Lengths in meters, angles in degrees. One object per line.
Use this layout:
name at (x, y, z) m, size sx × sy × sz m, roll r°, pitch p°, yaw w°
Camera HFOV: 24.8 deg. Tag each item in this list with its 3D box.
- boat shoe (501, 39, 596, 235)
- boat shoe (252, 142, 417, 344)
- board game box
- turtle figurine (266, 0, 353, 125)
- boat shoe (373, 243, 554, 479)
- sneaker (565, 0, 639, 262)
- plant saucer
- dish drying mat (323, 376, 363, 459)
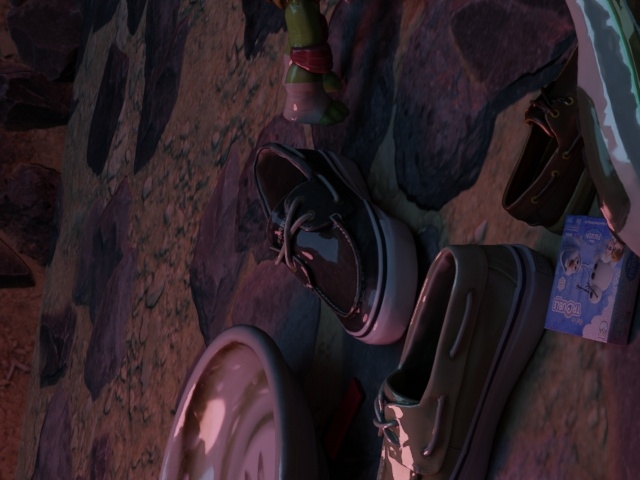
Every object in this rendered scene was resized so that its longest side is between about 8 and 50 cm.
boat shoe at (0.190, -0.092, 1.112) m, size 0.064 × 0.060 × 0.178 m, roll -131°, pitch 56°, yaw -64°
boat shoe at (0.000, 0.000, 1.459) m, size 0.335 × 0.119 × 0.121 m, roll -122°, pitch 48°, yaw -61°
board game box at (0.202, 0.028, 1.071) m, size 0.090 × 0.020 × 0.090 m, roll -171°, pitch 92°, yaw -69°
turtle figurine at (0.031, -0.273, 1.558) m, size 0.198 × 0.274 × 0.266 m, roll 35°, pitch 134°, yaw 44°
boat shoe at (0.091, 0.132, 1.192) m, size 0.109 × 0.094 × 0.302 m, roll -124°, pitch 50°, yaw -62°
sneaker at (0.238, -0.191, 0.887) m, size 0.182 × 0.158 × 0.410 m, roll -20°, pitch 85°, yaw 42°
plant saucer at (-0.075, 0.290, 1.515) m, size 0.400 × 0.100 × 0.401 m, roll -169°, pitch 90°, yaw -69°
dish drying mat at (0.024, 0.178, 1.458) m, size 0.032 × 0.008 × 0.083 m, roll -111°, pitch 40°, yaw -56°
